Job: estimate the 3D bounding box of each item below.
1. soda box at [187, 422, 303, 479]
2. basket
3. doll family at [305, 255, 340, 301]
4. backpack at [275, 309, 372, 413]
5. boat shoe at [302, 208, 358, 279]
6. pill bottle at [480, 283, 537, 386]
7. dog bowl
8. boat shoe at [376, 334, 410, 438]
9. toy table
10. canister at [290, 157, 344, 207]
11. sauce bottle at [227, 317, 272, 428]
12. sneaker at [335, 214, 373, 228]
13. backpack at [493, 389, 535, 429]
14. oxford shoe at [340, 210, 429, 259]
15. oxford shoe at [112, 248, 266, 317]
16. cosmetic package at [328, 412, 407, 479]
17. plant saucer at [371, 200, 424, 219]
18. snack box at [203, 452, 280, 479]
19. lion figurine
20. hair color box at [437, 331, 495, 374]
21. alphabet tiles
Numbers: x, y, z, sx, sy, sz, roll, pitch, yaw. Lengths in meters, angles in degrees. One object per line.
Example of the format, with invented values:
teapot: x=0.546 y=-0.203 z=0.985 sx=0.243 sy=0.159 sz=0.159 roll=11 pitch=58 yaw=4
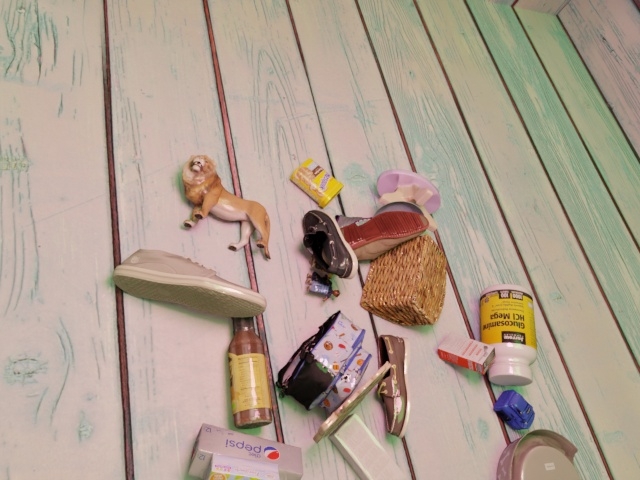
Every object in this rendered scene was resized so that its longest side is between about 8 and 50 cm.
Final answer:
soda box: x=-0.194 y=0.583 z=1.248 sx=0.286 sy=0.091 sz=0.098 roll=20 pitch=17 yaw=-13
basket: x=0.313 y=0.156 z=1.708 sx=0.213 sy=0.223 sz=0.299 roll=46 pitch=48 yaw=-35
doll family: x=0.016 y=0.123 z=1.616 sx=0.111 sy=0.076 sz=0.193 roll=21 pitch=62 yaw=-16
backpack: x=0.032 y=0.352 z=1.393 sx=0.213 sy=0.276 sz=0.263 roll=34 pitch=48 yaw=0
boat shoe: x=-0.001 y=0.004 z=1.580 sx=0.113 sy=0.127 sz=0.340 roll=3 pitch=40 yaw=-32
pill bottle: x=0.677 y=0.341 z=1.705 sx=0.188 sy=0.188 sz=0.334 roll=18 pitch=58 yaw=-14
dog bowl: x=0.730 y=0.804 z=1.535 sx=0.349 sy=0.102 sz=0.349 roll=10 pitch=60 yaw=-19
boat shoe: x=0.226 y=0.454 z=1.504 sx=0.096 sy=0.116 sz=0.324 roll=15 pitch=55 yaw=-10
toy table: x=0.340 y=-0.144 z=1.803 sx=0.274 sy=0.252 sz=0.161 roll=18 pitch=43 yaw=-8
canister: x=-0.014 y=-0.218 z=1.780 sx=0.170 sy=0.073 sz=0.126 roll=40 pitch=56 yaw=3
sauce bottle: x=-0.210 y=0.359 z=1.369 sx=0.111 sy=0.111 sz=0.344 roll=3 pitch=56 yaw=-22
sneaker: x=0.113 y=-0.070 z=1.753 sx=0.223 sy=0.083 sz=0.098 roll=-18 pitch=65 yaw=-30
backpack: x=0.678 y=0.591 z=1.628 sx=0.098 sy=0.101 sz=0.120 roll=-39 pitch=87 yaw=-27
oxford shoe: x=0.214 y=-0.009 z=1.681 sx=0.348 sy=0.130 sz=0.123 roll=-12 pitch=45 yaw=-1
oxford shoe: x=-0.368 y=0.116 z=1.368 sx=0.449 sy=0.169 sz=0.130 roll=13 pitch=51 yaw=4
cosmetic package: x=0.138 y=0.641 z=1.396 sx=0.099 sy=0.060 sz=0.239 roll=-33 pitch=80 yaw=-35
plant saucer: x=0.283 y=-0.078 z=1.732 sx=0.195 sy=0.195 sz=0.037 roll=18 pitch=41 yaw=-14
snack box: x=-0.214 y=0.647 z=1.171 sx=0.174 sy=0.070 sz=0.207 roll=16 pitch=100 yaw=-14
lion figurine: x=-0.302 y=-0.113 z=1.585 sx=0.392 sy=0.142 sz=0.240 roll=33 pitch=47 yaw=-21
hair color box: x=0.503 y=0.386 z=1.628 sx=0.093 sy=0.167 sz=0.053 roll=-38 pitch=124 yaw=-33
alphabet tiles: x=0.092 y=0.459 z=1.347 sx=0.284 sy=0.278 sz=0.021 roll=-33 pitch=67 yaw=-32
